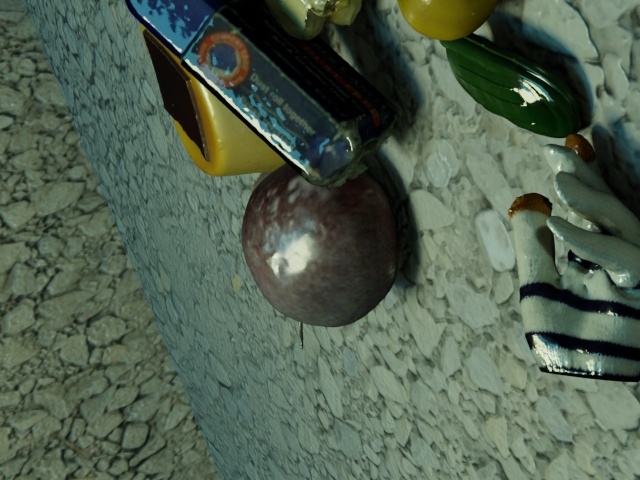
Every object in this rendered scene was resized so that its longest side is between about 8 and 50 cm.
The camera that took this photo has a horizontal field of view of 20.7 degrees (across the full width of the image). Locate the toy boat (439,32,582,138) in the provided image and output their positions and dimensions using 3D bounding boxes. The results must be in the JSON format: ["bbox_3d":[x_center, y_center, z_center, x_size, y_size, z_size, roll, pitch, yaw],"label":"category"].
[{"bbox_3d":[0.179,-0.149,1.673,0.104,0.052,0.210,58,169,-30],"label":"toy boat"}]

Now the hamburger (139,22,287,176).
[{"bbox_3d":[-0.109,-0.224,2.232,0.300,0.176,0.300,56,161,32],"label":"hamburger"}]

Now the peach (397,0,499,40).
[{"bbox_3d":[0.108,-0.277,1.641,0.179,0.103,0.179,52,155,37],"label":"peach"}]

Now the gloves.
[{"bbox_3d":[0.248,0.015,1.598,0.140,0.131,0.218,160,117,-77],"label":"gloves"}]

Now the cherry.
[{"bbox_3d":[0.000,0.000,2.186,0.213,0.184,0.266,52,140,12],"label":"cherry"}]

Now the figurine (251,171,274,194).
[{"bbox_3d":[-0.035,-0.047,2.358,0.125,0.125,0.138,64,147,9],"label":"figurine"}]

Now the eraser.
[{"bbox_3d":[-0.064,-0.206,2.011,0.332,0.155,0.101,44,117,6],"label":"eraser"}]

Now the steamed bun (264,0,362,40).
[{"bbox_3d":[-0.009,-0.329,1.932,0.192,0.106,0.177,54,156,12],"label":"steamed bun"}]
